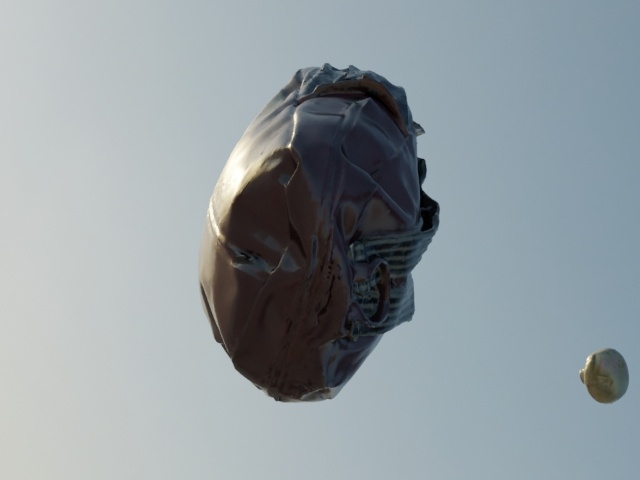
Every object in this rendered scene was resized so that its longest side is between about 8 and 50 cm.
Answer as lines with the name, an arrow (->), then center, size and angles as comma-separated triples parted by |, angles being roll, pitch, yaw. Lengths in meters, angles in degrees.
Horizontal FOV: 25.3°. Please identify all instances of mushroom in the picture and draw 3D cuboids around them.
mushroom -> 0.418, 0.200, 2.101 | 0.067, 0.083, 0.084 | -13, -59, 42

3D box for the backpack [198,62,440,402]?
backpack -> 0.000, 0.000, 1.207 | 0.197, 0.283, 0.317 | 14, 12, -5
